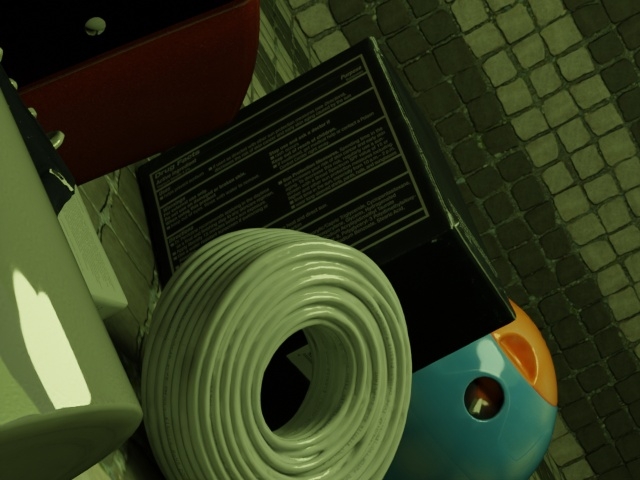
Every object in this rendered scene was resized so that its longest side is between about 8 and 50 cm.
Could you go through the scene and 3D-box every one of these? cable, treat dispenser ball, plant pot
[{"bbox_3d":[-0.033,0.118,1.174,0.089,0.257,0.257,8,-15,47],"label":"cable"},{"bbox_3d":[0.130,0.181,1.627,0.288,0.288,0.288,59,11,-18],"label":"treat dispenser ball"},{"bbox_3d":[-0.197,-0.187,1.129,0.236,0.267,0.267,74,-6,-66],"label":"plant pot"}]

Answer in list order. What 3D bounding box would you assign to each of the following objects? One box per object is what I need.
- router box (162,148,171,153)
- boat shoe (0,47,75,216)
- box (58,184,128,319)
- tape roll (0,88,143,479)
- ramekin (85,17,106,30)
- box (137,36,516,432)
[{"bbox_3d":[-0.153,-0.107,1.681,0.122,0.038,0.092,53,13,-40],"label":"router box"},{"bbox_3d":[-0.228,-0.074,0.860,0.158,0.127,0.340,30,30,-17],"label":"boat shoe"},{"bbox_3d":[-0.202,0.018,0.926,0.102,0.101,0.087,65,10,15],"label":"box"},{"bbox_3d":[-0.203,0.035,0.472,0.169,0.246,0.246,65,10,11],"label":"tape roll"},{"bbox_3d":[-0.259,-0.372,1.576,0.277,0.135,0.277,59,11,-19],"label":"ramekin"},{"bbox_3d":[0.000,0.000,1.427,0.183,0.296,0.294,51,15,-46],"label":"box"}]
